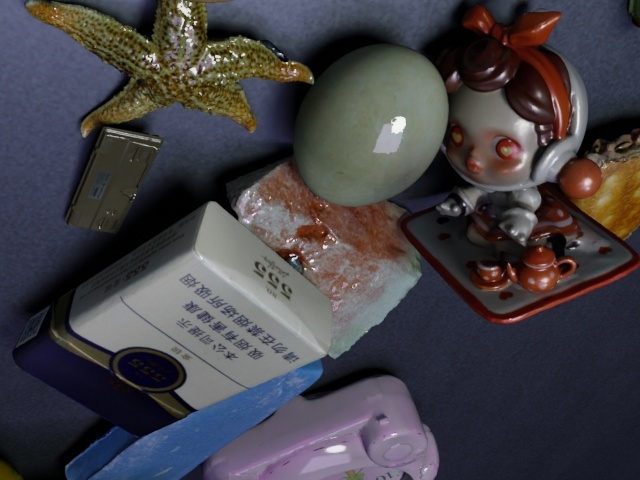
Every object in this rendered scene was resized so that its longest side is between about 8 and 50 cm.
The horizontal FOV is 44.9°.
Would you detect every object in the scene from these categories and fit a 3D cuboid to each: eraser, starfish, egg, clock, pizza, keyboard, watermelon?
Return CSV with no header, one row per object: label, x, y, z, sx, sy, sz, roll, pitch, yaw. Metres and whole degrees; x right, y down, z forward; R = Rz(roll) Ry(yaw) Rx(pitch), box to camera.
eraser,-0.148,0.209,0.894,0.312,0.042,0.144,-39,145,26
starfish,-0.119,-0.128,0.580,0.176,0.053,0.208,-33,132,29
egg,0.037,-0.089,0.624,0.114,0.114,0.152,12,141,-32
clock,0.019,0.325,1.061,0.295,0.113,0.322,-24,140,3
pizza,0.332,-0.075,0.796,0.193,0.053,0.201,-29,148,2
keyboard,-0.173,-0.048,0.643,0.049,0.015,0.129,12,141,-25
watermelon,0.000,0.000,0.740,0.154,0.094,0.241,-39,132,12

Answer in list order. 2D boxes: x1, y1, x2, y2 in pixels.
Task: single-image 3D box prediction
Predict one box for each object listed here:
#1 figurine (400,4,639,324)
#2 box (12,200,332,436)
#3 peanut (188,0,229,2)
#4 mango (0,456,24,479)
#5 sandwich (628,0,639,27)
figurine,0.162,-0.086,0.652,0.160,0.183,0.226,-20,127,-14
box,-0.137,0.085,0.710,0.259,0.071,0.168,-30,125,30
peanut,-0.023,-0.213,0.458,0.313,0.149,0.149,-6,137,-22
mango,-0.431,0.273,0.807,0.175,0.139,0.254,-23,145,1
sandwich,0.327,-0.211,0.638,0.116,0.074,0.074,-21,139,0
